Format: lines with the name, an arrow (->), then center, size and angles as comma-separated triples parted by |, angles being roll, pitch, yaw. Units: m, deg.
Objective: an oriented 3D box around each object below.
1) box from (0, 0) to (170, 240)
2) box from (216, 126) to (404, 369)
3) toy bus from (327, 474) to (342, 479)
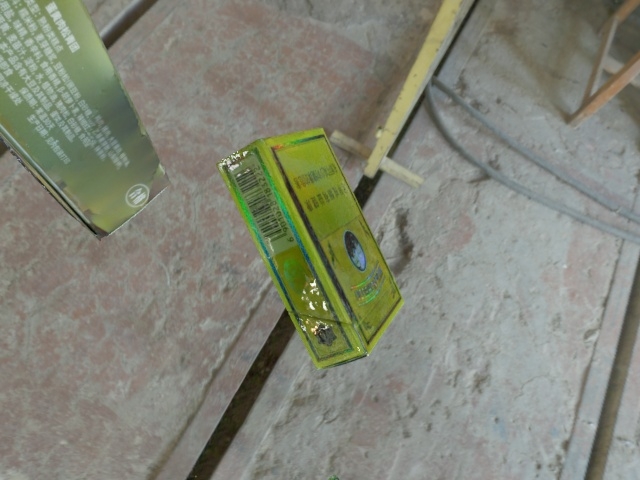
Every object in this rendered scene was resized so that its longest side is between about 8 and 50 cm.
box -> -0.380, -0.233, 0.622 | 0.373, 0.420, 0.138 | 41, 72, 16
box -> 0.000, 0.000, 0.558 | 0.220, 0.064, 0.141 | 66, 27, -4
toy bus -> -0.003, 0.241, 0.462 | 0.031, 0.037, 0.083 | 43, 73, -4
